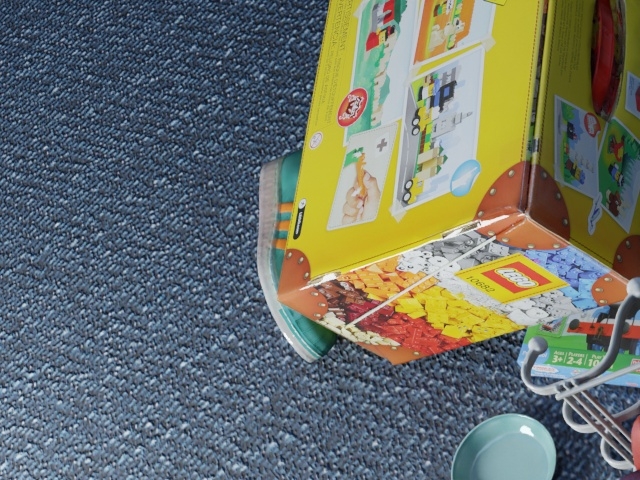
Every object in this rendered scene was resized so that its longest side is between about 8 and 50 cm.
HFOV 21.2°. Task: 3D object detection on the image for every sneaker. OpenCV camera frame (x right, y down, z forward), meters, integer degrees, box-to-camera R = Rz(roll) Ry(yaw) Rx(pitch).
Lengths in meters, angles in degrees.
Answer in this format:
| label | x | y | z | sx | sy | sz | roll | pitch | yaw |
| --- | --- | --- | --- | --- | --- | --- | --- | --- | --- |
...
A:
| label | x | y | z | sx | sy | sz | roll | pitch | yaw |
| --- | --- | --- | --- | --- | --- | --- | --- | --- | --- |
| sneaker | 0.000 | 0.000 | 2.028 | 0.121 | 0.108 | 0.302 | -25 | 48 | 22 |

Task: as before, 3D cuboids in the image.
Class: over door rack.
| label | x | y | z | sx | sy | sz | roll | pitch | yaw |
| --- | --- | --- | --- | --- | --- | --- | --- | --- | --- |
| over door rack | 0.383 | 0.117 | 1.617 | 0.324 | 0.239 | 0.108 | -14 | 59 | 25 |

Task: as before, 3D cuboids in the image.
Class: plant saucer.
| label | x | y | z | sx | sy | sz | roll | pitch | yaw |
| --- | --- | --- | --- | --- | --- | --- | --- | --- | --- |
| plant saucer | 0.196 | 0.240 | 1.797 | 0.119 | 0.021 | 0.119 | -17 | 53 | 23 |

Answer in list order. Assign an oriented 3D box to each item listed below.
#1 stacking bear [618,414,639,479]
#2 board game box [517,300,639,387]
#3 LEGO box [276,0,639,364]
| label | x | y | z | sx | sy | sz | roll | pitch | yaw |
| --- | --- | --- | --- | --- | --- | --- | --- | --- | --- |
| stacking bear | 0.259 | 0.327 | 1.557 | 0.289 | 0.164 | 0.175 | -41 | 62 | -12 |
| board game box | 0.316 | 0.052 | 1.837 | 0.160 | 0.039 | 0.212 | 3 | 61 | 35 |
| LEGO box | 0.175 | -0.156 | 1.887 | 0.372 | 0.193 | 0.500 | -20 | 51 | 44 |
